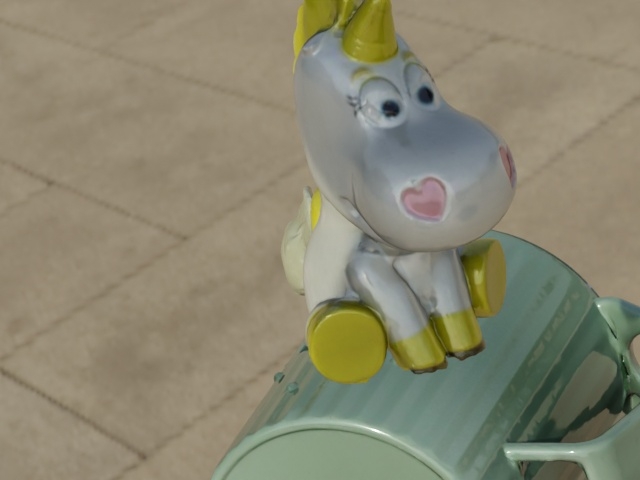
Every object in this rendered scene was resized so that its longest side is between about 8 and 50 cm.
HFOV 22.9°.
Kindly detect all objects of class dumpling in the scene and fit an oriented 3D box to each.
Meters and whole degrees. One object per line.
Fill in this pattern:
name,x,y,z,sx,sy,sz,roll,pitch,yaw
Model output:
dumpling,-0.001,0.000,0.839,0.043,0.059,0.077,-7,3,28

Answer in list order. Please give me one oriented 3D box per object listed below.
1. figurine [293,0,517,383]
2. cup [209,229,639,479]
figurine,0.025,-0.026,0.685,0.109,0.178,0.129,-22,48,-19
cup,0.117,0.162,1.359,0.401,0.310,0.392,-45,0,28
